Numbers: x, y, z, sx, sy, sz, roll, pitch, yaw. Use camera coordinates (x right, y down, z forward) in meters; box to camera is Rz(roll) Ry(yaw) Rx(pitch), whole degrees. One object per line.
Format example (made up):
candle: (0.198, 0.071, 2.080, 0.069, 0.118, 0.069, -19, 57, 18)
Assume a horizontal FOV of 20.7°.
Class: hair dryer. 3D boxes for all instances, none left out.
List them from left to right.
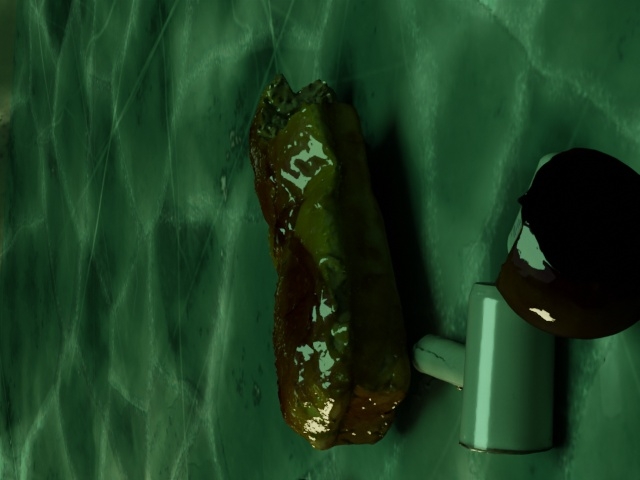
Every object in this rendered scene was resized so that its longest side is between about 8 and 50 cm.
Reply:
hair dryer: (0.128, 0.094, 1.437, 0.236, 0.073, 0.131, -171, 84, -77)

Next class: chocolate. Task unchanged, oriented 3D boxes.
chocolate: (0.181, 0.009, 1.221, 0.133, 0.124, 0.127, 53, -153, -73)

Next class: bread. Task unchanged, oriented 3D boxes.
bread: (0.000, 0.000, 1.636, 0.185, 0.109, 0.380, 101, 163, -59)

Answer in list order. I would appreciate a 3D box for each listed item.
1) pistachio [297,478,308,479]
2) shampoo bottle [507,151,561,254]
pistachio: (-0.015, 0.327, 1.721, 0.126, 0.108, 0.186, -80, -14, -81)
shampoo bottle: (0.176, -0.018, 1.317, 0.072, 0.043, 0.099, -103, 24, -50)
